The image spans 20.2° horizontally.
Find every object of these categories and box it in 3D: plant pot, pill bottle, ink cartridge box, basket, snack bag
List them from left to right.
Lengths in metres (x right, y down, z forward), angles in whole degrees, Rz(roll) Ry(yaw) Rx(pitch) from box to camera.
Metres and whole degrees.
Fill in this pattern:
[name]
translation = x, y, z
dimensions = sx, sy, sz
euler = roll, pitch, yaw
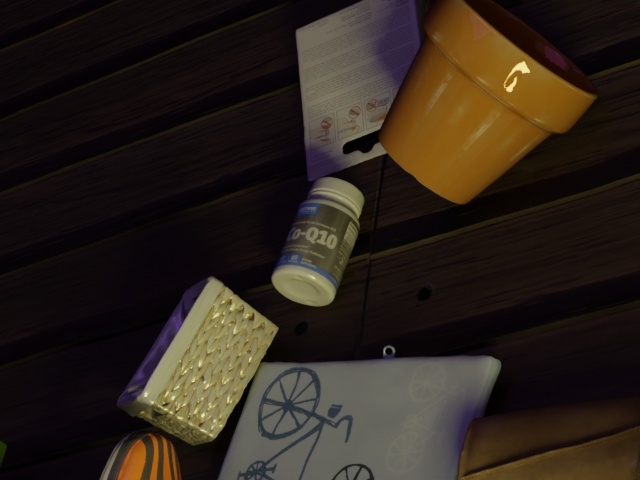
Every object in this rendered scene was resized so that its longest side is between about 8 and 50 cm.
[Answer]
[basket]
translation = -0.137, 0.141, 2.033
dimensions = 0.167, 0.103, 0.113
euler = -59, 11, -19
[pill bottle]
translation = 0.000, 0.000, 2.081
dimensions = 0.078, 0.078, 0.137
euler = -5, 53, 39
[snack bag]
translation = 0.020, 0.256, 1.865
dimensions = 0.342, 0.037, 0.323
euler = -7, 52, 39
[ink cartridge box]
translation = 0.061, -0.192, 2.240
dimensions = 0.181, 0.056, 0.225
euler = -20, 63, 28
[plant pot]
translation = 0.169, -0.150, 1.989
dimensions = 0.188, 0.205, 0.205
euler = -53, 36, 16

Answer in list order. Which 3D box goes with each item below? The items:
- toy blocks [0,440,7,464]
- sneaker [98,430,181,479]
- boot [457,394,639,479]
[toy blocks]
translation = -0.534, 0.417, 2.137
dimensions = 0.261, 0.190, 0.381
euler = -24, 41, 42
[sneaker]
translation = -0.133, 0.350, 1.811
dimensions = 0.180, 0.124, 0.321
euler = -8, 78, 35
[boot]
translation = 0.251, 0.236, 1.642
dimensions = 0.269, 0.089, 0.236
euler = -17, 35, 31
